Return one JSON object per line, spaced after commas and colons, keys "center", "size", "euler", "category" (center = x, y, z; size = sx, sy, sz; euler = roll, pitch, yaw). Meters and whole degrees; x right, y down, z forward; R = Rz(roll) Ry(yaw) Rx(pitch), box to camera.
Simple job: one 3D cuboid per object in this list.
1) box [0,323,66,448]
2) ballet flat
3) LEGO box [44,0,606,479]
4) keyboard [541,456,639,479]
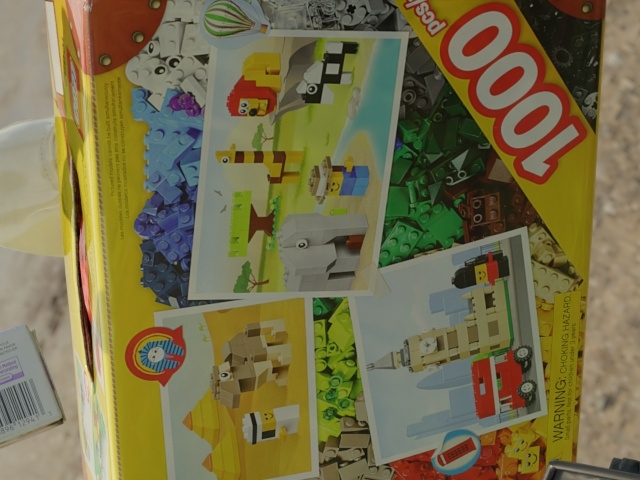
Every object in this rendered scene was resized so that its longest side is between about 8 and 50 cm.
{"center": [-0.312, 0.136, 1.105], "size": [0.063, 0.324, 0.067], "euler": [127, 121, -79], "category": "box"}
{"center": [-0.107, -0.062, 1.567], "size": [0.139, 0.400, 0.139], "euler": [-6, 83, 59], "category": "ballet flat"}
{"center": [0.000, 0.000, 1.420], "size": [0.193, 0.372, 0.500], "euler": [-122, 27, -60], "category": "LEGO box"}
{"center": [0.209, 0.132, 0.867], "size": [0.201, 0.317, 0.033], "euler": [-2, 75, 43], "category": "keyboard"}
